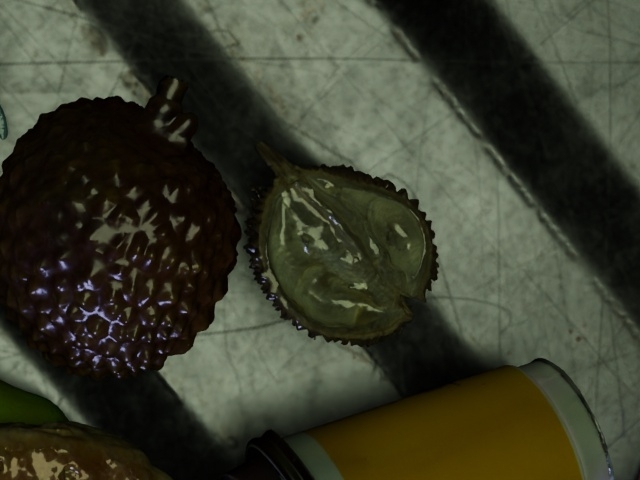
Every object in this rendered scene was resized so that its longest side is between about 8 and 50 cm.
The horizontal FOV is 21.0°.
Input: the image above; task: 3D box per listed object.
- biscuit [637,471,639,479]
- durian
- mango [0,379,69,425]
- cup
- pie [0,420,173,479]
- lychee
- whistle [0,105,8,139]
[{"bbox_3d":[0.372,0.162,1.455,0.250,0.035,0.162,-29,93,-6],"label":"biscuit"},{"bbox_3d":[0.000,0.000,1.352,0.148,0.091,0.188,-41,106,-19],"label":"durian"},{"bbox_3d":[-0.276,0.155,1.312,0.163,0.089,0.117,24,85,-11],"label":"mango"},{"bbox_3d":[0.075,0.203,1.332,0.280,0.196,0.196,-21,95,-16],"label":"cup"},{"bbox_3d":[-0.222,0.287,1.281,0.340,0.083,0.339,-4,105,-16],"label":"pie"},{"bbox_3d":[-0.151,-0.012,1.274,0.200,0.200,0.238,20,108,-10],"label":"lychee"},{"bbox_3d":[-0.345,-0.088,1.294,0.186,0.093,0.274,-36,101,-7],"label":"whistle"}]
